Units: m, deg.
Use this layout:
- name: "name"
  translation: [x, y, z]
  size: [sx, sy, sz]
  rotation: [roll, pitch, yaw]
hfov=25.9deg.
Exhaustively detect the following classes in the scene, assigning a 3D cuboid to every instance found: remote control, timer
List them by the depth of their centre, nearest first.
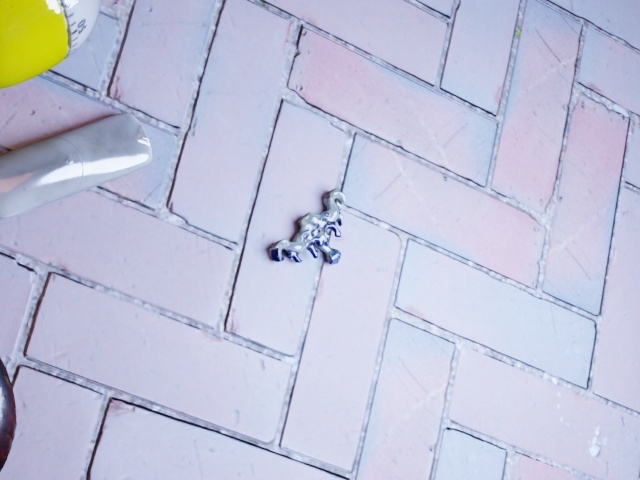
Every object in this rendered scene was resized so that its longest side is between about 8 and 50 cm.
- name: "timer"
  translation: [-0.399, -0.267, 1.469]
  size: [0.285, 0.285, 0.285]
  rotation: [9, 72, -28]
- name: "remote control"
  translation: [-0.294, -0.089, 1.597]
  size: [0.229, 0.044, 0.073]
  rotation: [-24, 86, -32]

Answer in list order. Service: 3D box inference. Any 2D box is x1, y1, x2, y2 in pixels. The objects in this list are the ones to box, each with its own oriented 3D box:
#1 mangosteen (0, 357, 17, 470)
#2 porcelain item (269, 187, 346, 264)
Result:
- name: "mangosteen"
  translation: [-0.400, 0.170, 1.368]
  size: [0.216, 0.216, 0.216]
  rotation: [9, 72, -28]
- name: "porcelain item"
  translation: [0.000, 0.000, 1.757]
  size: [0.136, 0.021, 0.075]
  rotation: [-45, 104, -31]
